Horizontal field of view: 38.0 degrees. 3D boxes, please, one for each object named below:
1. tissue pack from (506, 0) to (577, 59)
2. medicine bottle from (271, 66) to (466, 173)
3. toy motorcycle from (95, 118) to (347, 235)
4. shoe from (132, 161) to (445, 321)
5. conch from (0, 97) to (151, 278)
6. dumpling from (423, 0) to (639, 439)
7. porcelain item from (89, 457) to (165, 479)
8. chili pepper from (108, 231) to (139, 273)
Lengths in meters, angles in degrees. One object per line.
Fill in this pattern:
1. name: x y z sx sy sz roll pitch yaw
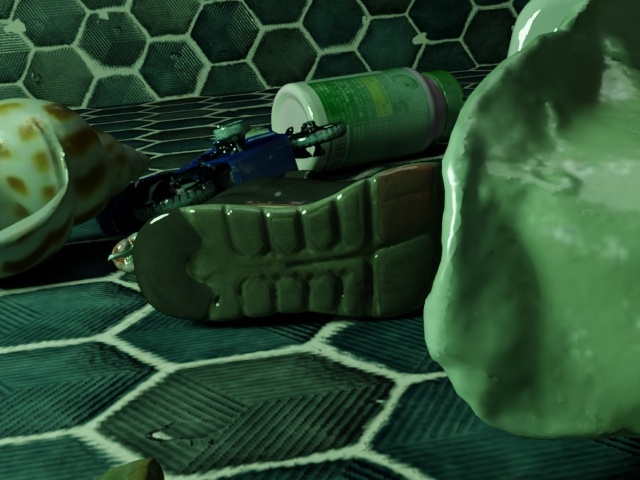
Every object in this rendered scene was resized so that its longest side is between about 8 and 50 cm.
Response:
1. tissue pack: 0.331 -0.107 0.773 0.333 0.229 0.236 12 15 28
2. medicine bottle: 0.076 -0.178 1.346 0.274 0.133 0.133 -12 16 -28
3. toy motorcycle: -0.113 -0.080 1.099 0.315 0.113 0.169 -29 16 -38
4. shoe: 0.000 0.000 0.763 0.291 0.114 0.137 -7 9 6
5. conch: -0.301 -0.053 0.944 0.275 0.183 0.149 -28 -20 -18
6. dumpling: 0.207 0.006 0.508 0.320 0.212 0.270 -2 44 -53
7. porcelain item: -0.170 0.135 0.369 0.215 0.069 0.081 -4 27 1
8. chili pepper: -0.165 0.013 0.887 0.050 0.041 0.153 16 0 2
